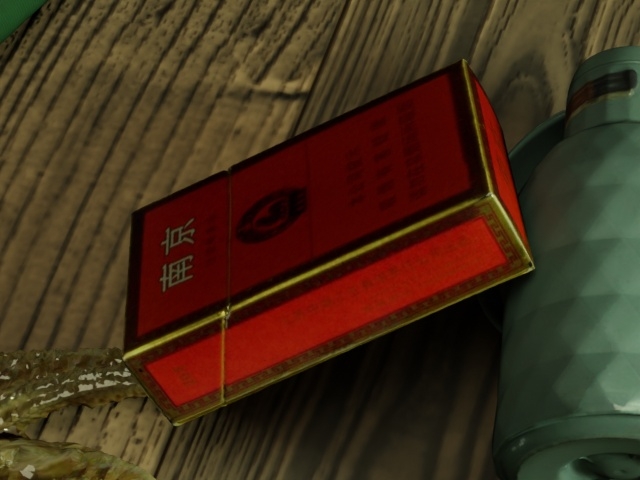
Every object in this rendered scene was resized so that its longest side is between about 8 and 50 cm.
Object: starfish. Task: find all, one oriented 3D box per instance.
[{"bbox_3d":[-0.250,0.108,1.123,0.375,0.094,0.327,-18,64,-19],"label":"starfish"}]

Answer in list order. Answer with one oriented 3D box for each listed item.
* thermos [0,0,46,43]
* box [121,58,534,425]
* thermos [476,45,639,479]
[{"bbox_3d":[-0.237,-0.178,1.324,0.073,0.083,0.187,41,68,4],"label":"thermos"},{"bbox_3d":[0.000,-0.001,1.109,0.240,0.074,0.153,-25,37,14],"label":"box"},{"bbox_3d":[0.170,0.021,1.108,0.182,0.145,0.286,-20,48,35],"label":"thermos"}]
